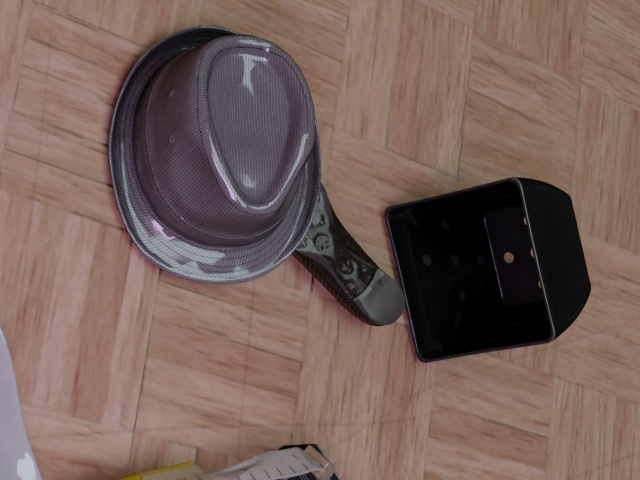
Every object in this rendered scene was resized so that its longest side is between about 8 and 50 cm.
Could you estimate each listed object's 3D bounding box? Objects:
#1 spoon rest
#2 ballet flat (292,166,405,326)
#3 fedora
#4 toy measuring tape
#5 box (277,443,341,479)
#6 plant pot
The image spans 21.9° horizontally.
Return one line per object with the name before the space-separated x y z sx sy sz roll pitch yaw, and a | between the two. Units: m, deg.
spoon rest | -0.319 0.165 1.516 0.137 0.084 0.276 -33 104 -39
ballet flat | 0.000 0.000 1.839 0.250 0.058 0.084 47 73 -17
fedora | -0.088 -0.101 1.706 0.243 0.124 0.275 11 74 -24
toy measuring tape | -0.131 0.281 1.629 0.330 0.121 0.121 -7 87 -41
box | -0.017 0.384 1.743 0.216 0.060 0.270 -44 109 -36
plant pot | 0.212 0.026 1.935 0.167 0.188 0.187 -13 90 -54
